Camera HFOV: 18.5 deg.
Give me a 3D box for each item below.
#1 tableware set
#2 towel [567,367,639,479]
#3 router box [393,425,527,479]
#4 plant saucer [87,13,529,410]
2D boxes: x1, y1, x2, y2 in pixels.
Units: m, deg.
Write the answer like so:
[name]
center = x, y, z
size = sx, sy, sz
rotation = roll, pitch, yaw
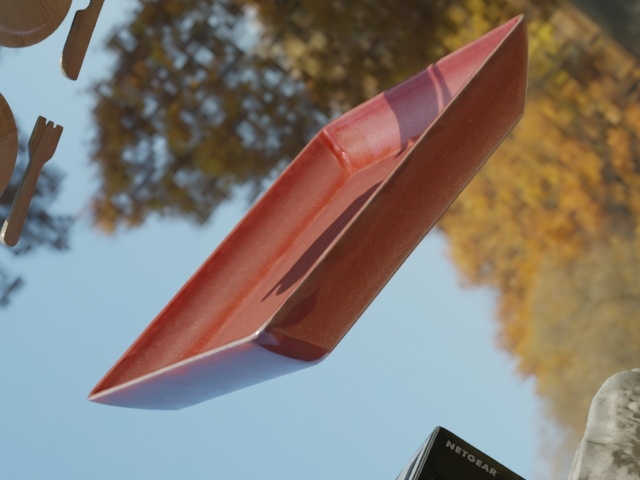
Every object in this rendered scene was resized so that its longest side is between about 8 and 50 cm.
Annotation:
[tableware set]
center = -0.202, -0.105, 1.143
size = 0.039, 0.194, 0.128
rotation = 9, 166, 44
[towel]
center = 0.196, 0.167, 0.900
size = 0.187, 0.049, 0.282
rotation = 18, -145, 3
[router box]
center = 0.128, 0.277, 1.119
size = 0.309, 0.243, 0.081
rotation = 33, -141, -2
[plant saucer]
center = 0.000, 0.000, 1.149
size = 0.048, 0.258, 0.259
rotation = 46, 153, -11
